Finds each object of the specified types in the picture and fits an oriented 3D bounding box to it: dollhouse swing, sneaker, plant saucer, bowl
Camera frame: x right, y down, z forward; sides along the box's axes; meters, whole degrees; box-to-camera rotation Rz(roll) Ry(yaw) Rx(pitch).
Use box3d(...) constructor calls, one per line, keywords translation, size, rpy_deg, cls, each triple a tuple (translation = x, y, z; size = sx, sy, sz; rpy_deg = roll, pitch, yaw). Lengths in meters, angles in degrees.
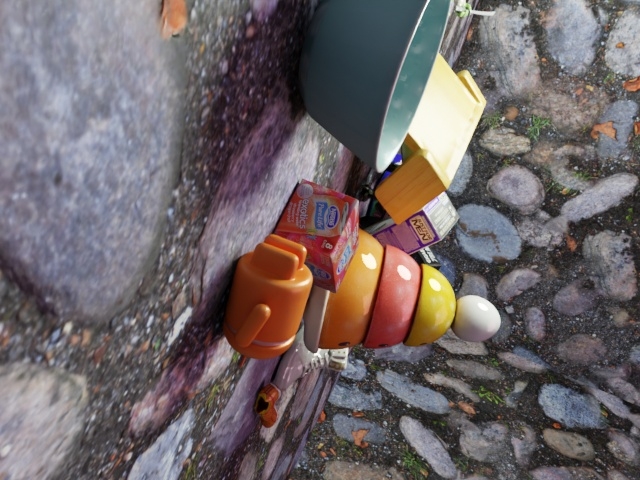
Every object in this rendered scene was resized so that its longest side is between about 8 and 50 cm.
box3d(translation=(0.214, -0.297, 1.463), size=(0.315, 0.305, 0.346), rpy_deg=(-41, -164, 56), cls="dollhouse swing")
box3d(translation=(-0.148, 0.439, 1.498), size=(0.067, 0.064, 0.175), rpy_deg=(-32, 143, -37), cls="sneaker")
box3d(translation=(0.279, -0.331, 1.851), size=(0.241, 0.037, 0.240), rpy_deg=(-2, 90, -82), cls="plant saucer")
box3d(translation=(-0.008, 0.341, 1.645), size=(0.292, 0.169, 0.108), rpy_deg=(-51, 162, -51), cls="sneaker")
box3d(translation=(0.074, -0.277, 0.883), size=(0.311, 0.163, 0.311), rpy_deg=(21, 90, -79), cls="bowl")

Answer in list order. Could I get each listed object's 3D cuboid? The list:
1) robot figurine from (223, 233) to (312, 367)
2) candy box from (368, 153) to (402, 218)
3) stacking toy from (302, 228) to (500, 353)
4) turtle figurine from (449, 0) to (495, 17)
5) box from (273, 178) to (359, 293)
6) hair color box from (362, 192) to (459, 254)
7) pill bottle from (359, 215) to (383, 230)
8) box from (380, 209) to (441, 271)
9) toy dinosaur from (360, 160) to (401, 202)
box3d(translation=(-0.090, 0.103, 0.935), size=(0.158, 0.128, 0.219), rpy_deg=(52, -48, 53), cls="robot figurine")
box3d(translation=(0.262, -0.121, 2.133), size=(0.268, 0.122, 0.317), rpy_deg=(-57, 163, -50), cls="candy box")
box3d(translation=(0.212, 0.156, 1.425), size=(0.350, 0.480, 0.350), rpy_deg=(13, 90, -85), cls="stacking toy")
box3d(translation=(0.409, -0.660, 1.528), size=(0.266, 0.198, 0.274), rpy_deg=(-48, 121, -13), cls="turtle figurine")
box3d(translation=(0.000, 0.000, 1.156), size=(0.257, 0.123, 0.128), rpy_deg=(81, 34, -69), cls="box")
box3d(translation=(0.214, -0.012, 1.658), size=(0.339, 0.110, 0.185), rpy_deg=(-26, -173, 35), cls="hair color box")
box3d(translation=(0.153, 0.037, 1.924), size=(0.123, 0.123, 0.219), rpy_deg=(-49, 158, -57), cls="pill bottle")
box3d(translation=(0.257, 0.077, 1.936), size=(0.293, 0.074, 0.295), rpy_deg=(64, -36, 38), cls="box")
box3d(translation=(0.250, -0.171, 1.741), size=(0.322, 0.219, 0.164), rpy_deg=(64, 50, -73), cls="toy dinosaur")
